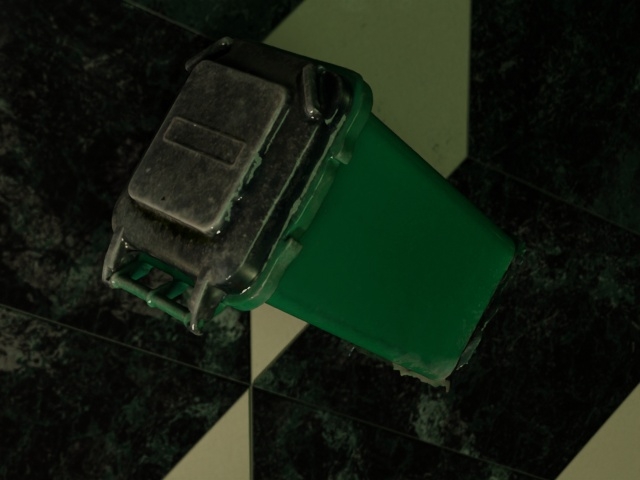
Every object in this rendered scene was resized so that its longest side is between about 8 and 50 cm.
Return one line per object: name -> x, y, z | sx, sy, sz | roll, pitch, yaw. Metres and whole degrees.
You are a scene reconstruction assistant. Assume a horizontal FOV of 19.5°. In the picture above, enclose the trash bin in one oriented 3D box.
trash bin -> 0.000, 0.000, 1.928 | 0.381, 0.259, 0.295 | 32, 84, -39
